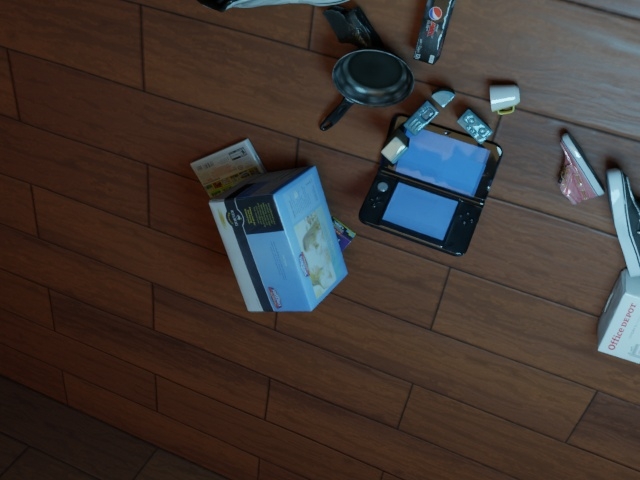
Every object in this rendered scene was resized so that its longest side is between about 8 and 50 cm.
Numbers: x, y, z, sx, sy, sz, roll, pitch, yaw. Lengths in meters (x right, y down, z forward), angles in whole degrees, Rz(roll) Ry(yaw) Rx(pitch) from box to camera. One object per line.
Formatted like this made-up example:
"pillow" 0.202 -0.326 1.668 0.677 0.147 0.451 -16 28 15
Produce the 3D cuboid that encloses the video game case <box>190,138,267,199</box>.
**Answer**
"video game case" -0.256 -0.180 1.904 0.227 0.026 0.206 -16 113 32

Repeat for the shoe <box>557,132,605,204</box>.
"shoe" 0.587 -0.163 1.484 0.081 0.063 0.178 -28 111 31

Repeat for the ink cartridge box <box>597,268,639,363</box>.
"ink cartridge box" 0.861 0.215 1.571 0.283 0.117 0.207 16 127 15

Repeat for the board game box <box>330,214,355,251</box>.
"board game box" 0.000 0.000 1.886 0.141 0.048 0.170 38 130 0

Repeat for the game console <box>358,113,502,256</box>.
"game console" 0.271 -0.138 1.593 0.293 0.250 0.173 20 154 13

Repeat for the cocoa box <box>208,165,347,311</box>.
"cocoa box" -0.108 -0.002 1.759 0.228 0.231 0.346 -4 113 33

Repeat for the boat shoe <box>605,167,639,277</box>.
"boat shoe" 0.737 -0.043 1.464 0.105 0.113 0.306 -15 117 25

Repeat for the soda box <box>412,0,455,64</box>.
"soda box" 0.259 -0.489 1.427 0.053 0.060 0.168 22 129 13

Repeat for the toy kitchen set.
"toy kitchen set" 0.277 -0.240 1.509 0.166 0.122 0.207 42 112 -6

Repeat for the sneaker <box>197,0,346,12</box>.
"sneaker" -0.086 -0.575 1.407 0.448 0.257 0.169 1 121 25

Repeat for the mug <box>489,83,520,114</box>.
"mug" 0.427 -0.331 1.464 0.064 0.078 0.062 -6 86 19

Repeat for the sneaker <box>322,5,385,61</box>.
"sneaker" 0.081 -0.492 1.519 0.089 0.051 0.170 -14 119 43

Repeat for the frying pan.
"frying pan" 0.118 -0.366 1.578 0.198 0.053 0.326 12 154 -3
